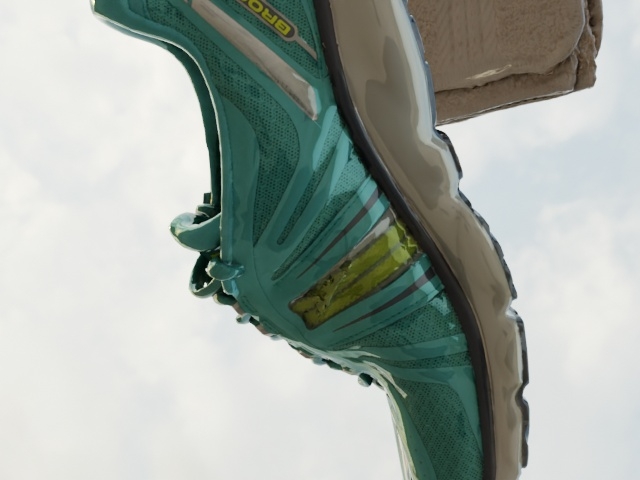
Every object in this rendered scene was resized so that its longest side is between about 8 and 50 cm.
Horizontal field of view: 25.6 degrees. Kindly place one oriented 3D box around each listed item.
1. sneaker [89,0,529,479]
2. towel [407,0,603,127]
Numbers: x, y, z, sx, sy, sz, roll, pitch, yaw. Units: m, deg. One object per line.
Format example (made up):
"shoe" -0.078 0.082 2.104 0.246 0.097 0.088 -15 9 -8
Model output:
"sneaker" 0.000 0.000 0.551 0.275 0.110 0.107 67 -11 -12
"towel" 0.087 -0.217 0.937 0.187 0.049 0.282 -13 -100 38
